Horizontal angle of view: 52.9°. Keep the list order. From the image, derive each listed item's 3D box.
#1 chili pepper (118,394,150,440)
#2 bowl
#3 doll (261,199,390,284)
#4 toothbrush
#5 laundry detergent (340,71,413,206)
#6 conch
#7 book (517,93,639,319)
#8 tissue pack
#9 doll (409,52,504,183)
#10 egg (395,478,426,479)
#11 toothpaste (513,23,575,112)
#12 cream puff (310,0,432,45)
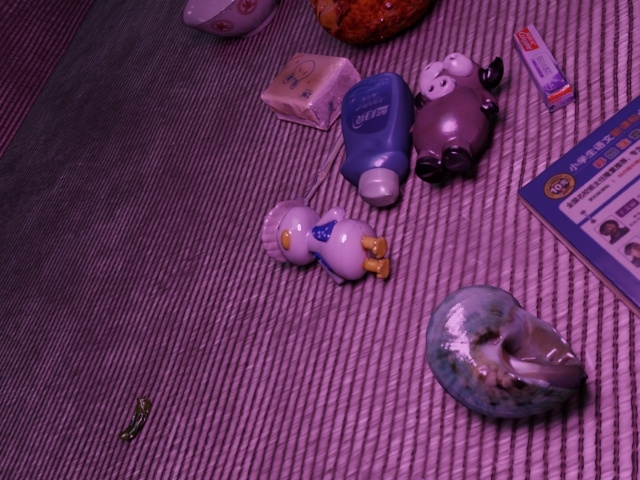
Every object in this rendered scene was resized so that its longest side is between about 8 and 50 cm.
[{"bbox_3d":[-0.349,0.338,1.224,0.091,0.034,0.030,-66,11,-20],"label":"chili pepper"},{"bbox_3d":[-0.226,-0.687,1.844,0.337,0.157,0.337,-24,45,26],"label":"bowl"},{"bbox_3d":[0.000,0.000,1.125,0.119,0.138,0.293,-22,28,-38],"label":"doll"},{"bbox_3d":[0.015,-0.161,1.314,0.026,0.028,0.294,12,61,44],"label":"toothbrush"},{"bbox_3d":[0.102,-0.182,1.198,0.143,0.094,0.290,-17,48,26],"label":"laundry detergent"},{"bbox_3d":[0.223,0.139,0.817,0.176,0.122,0.188,-15,48,4],"label":"conch"},{"bbox_3d":[0.479,-0.034,0.795,0.300,0.039,0.428,-39,41,10],"label":"book"},{"bbox_3d":[-0.021,-0.336,1.432,0.196,0.092,0.148,25,76,48],"label":"tissue pack"},{"bbox_3d":[0.223,-0.217,1.106,0.182,0.117,0.257,-14,52,40],"label":"doll"},{"bbox_3d":[0.071,0.387,0.580,0.354,0.340,0.354,-24,45,27],"label":"egg"},{"bbox_3d":[0.376,-0.295,1.097,0.047,0.040,0.196,-26,44,20],"label":"toothpaste"},{"bbox_3d":[0.136,-0.572,1.382,0.350,0.229,0.350,-45,34,42],"label":"cream puff"}]
